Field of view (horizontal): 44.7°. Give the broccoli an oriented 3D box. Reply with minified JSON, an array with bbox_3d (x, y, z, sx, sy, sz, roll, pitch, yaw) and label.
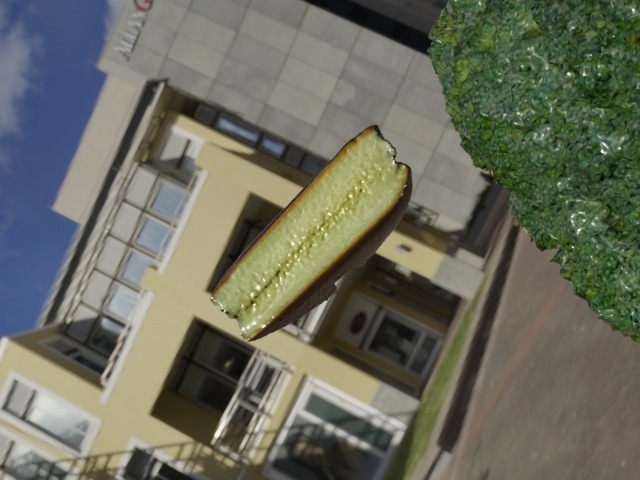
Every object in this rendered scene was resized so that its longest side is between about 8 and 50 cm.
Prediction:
[{"bbox_3d":[0.218,-0.107,0.369,0.283,0.321,0.303,-12,-38,-54],"label":"broccoli"}]

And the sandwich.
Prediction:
[{"bbox_3d":[0.000,0.000,0.798,0.244,0.090,0.088,-45,-14,3],"label":"sandwich"}]
